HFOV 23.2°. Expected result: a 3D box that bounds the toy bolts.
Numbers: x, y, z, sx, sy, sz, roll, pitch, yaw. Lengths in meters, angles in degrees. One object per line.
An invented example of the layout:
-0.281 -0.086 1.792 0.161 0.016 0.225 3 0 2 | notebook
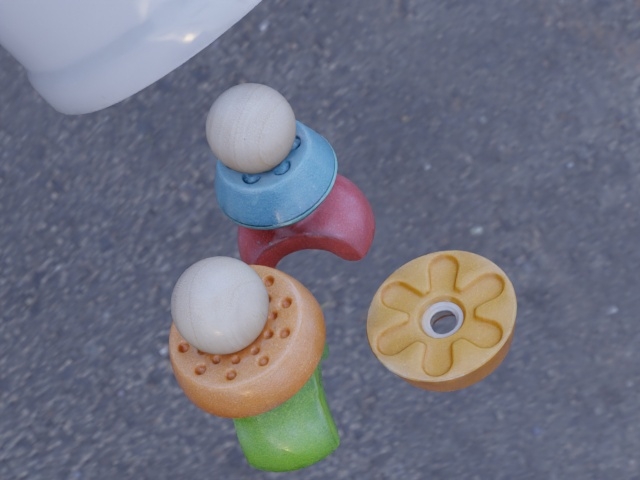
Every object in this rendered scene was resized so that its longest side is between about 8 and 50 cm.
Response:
0.000 0.000 1.017 0.218 0.158 0.228 -18 51 8 | toy bolts

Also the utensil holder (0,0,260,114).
-0.197 -0.329 1.047 0.385 0.327 0.327 45 56 -25 | utensil holder
